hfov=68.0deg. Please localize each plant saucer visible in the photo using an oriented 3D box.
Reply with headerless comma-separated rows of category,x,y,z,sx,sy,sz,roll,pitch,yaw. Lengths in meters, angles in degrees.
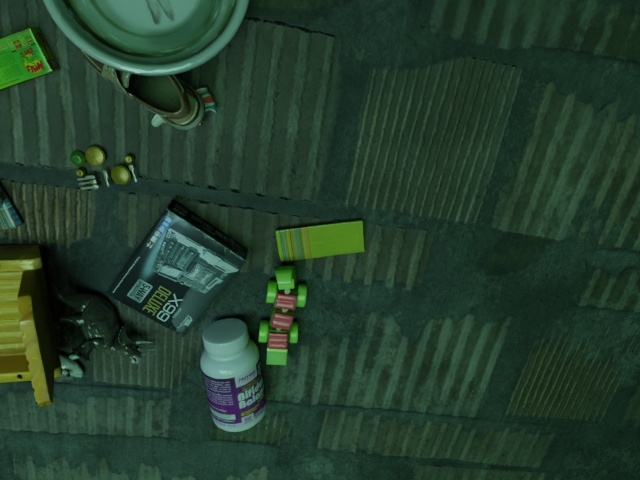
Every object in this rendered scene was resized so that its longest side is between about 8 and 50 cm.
plant saucer,-0.339,-0.523,0.947,0.399,0.100,0.401,-1,94,-10

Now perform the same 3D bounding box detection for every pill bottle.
pill bottle,-0.252,0.383,1.366,0.169,0.169,0.302,-5,115,-1

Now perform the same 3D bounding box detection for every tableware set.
tableware set,-0.533,-0.184,1.171,0.153,0.024,0.104,-8,112,2

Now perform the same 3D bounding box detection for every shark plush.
shark plush,-0.780,0.367,1.391,0.161,0.073,0.067,12,143,-14

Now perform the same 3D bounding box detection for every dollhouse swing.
dollhouse swing,-0.805,0.226,1.163,0.314,0.305,0.347,-2,111,-12

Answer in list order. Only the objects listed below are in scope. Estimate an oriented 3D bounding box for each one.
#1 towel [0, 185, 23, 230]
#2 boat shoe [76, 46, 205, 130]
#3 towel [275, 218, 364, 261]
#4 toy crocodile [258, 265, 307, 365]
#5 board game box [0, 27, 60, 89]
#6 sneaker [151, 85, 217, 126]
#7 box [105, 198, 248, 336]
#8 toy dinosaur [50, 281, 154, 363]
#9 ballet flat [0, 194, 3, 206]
towel,-0.940,-0.163,1.144,0.271,0.040,0.371,-16,115,4
boat shoe,-0.393,-0.364,1.014,0.324,0.116,0.123,34,96,-1
towel,0.000,0.000,1.290,0.236,0.021,0.102,-7,120,-1
toy crocodile,-0.109,0.218,1.334,0.115,0.105,0.341,8,114,-7
board game box,-0.691,-0.394,1.051,0.181,0.043,0.092,-17,115,5
sneaker,-0.318,-0.293,1.113,0.161,0.057,0.075,-28,108,6
box,-0.381,0.082,1.270,0.242,0.077,0.307,36,107,-18
toy dinosaur,-0.624,0.229,1.309,0.160,0.121,0.314,-40,103,-34
ballet flat,-0.860,-0.061,1.146,0.188,0.070,0.070,-31,113,11
